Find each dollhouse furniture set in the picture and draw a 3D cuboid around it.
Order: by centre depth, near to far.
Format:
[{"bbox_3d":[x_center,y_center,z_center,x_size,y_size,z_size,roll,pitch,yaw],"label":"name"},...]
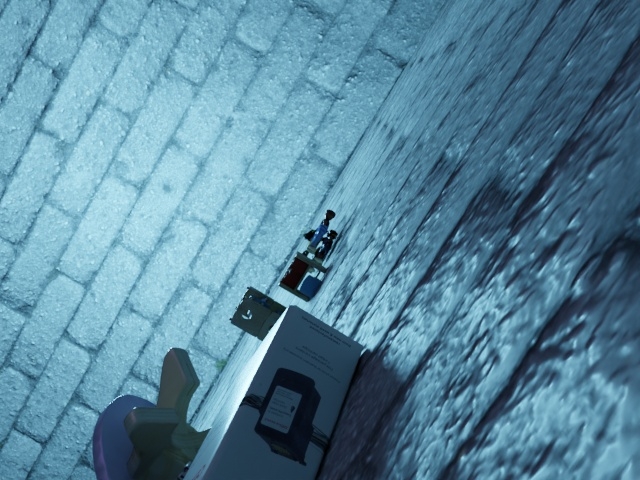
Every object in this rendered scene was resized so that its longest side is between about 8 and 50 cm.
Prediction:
[{"bbox_3d":[-0.088,0.113,1.562,0.184,0.129,0.129,-59,4,5],"label":"dollhouse furniture set"}]

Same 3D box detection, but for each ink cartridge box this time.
[{"bbox_3d":[-0.063,0.213,0.779,0.172,0.100,0.237,-56,5,43],"label":"ink cartridge box"}]

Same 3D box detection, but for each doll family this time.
[{"bbox_3d":[0.000,0.000,1.741,0.111,0.076,0.193,-57,8,-21],"label":"doll family"}]

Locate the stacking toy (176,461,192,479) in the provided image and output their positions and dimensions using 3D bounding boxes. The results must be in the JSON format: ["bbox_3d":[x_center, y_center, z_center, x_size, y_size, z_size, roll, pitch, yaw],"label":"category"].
[{"bbox_3d":[-0.190,0.393,0.882,0.167,0.052,0.221,-26,-49,-79],"label":"stacking toy"}]

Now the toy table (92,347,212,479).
[{"bbox_3d":[-0.205,0.305,1.070,0.161,0.274,0.252,-47,-25,21],"label":"toy table"}]
